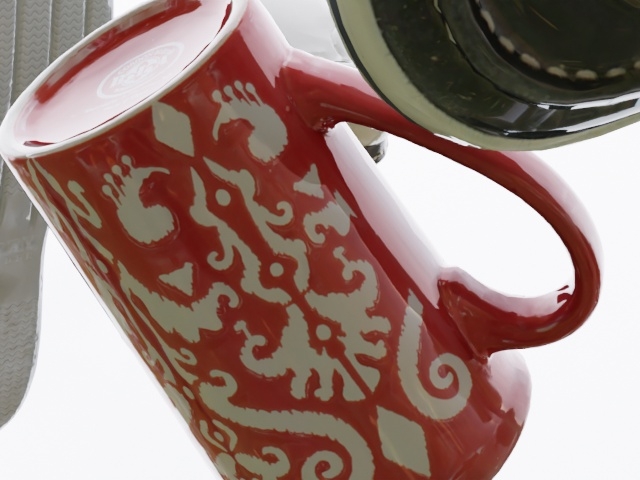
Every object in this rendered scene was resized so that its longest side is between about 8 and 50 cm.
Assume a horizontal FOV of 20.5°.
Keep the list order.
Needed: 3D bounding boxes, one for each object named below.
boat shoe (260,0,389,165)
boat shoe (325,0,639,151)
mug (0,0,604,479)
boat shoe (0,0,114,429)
[{"bbox_3d":[-0.015,-0.077,0.896,0.075,0.206,0.065,1,-61,-16],"label":"boat shoe"},{"bbox_3d":[0.221,-0.178,0.454,0.500,0.156,0.186,-29,-64,4],"label":"boat shoe"},{"bbox_3d":[-0.005,-0.002,0.574,0.150,0.113,0.169,-36,-64,-4],"label":"mug"},{"bbox_3d":[-0.209,-0.046,0.974,0.121,0.119,0.335,-11,-56,-49],"label":"boat shoe"}]
